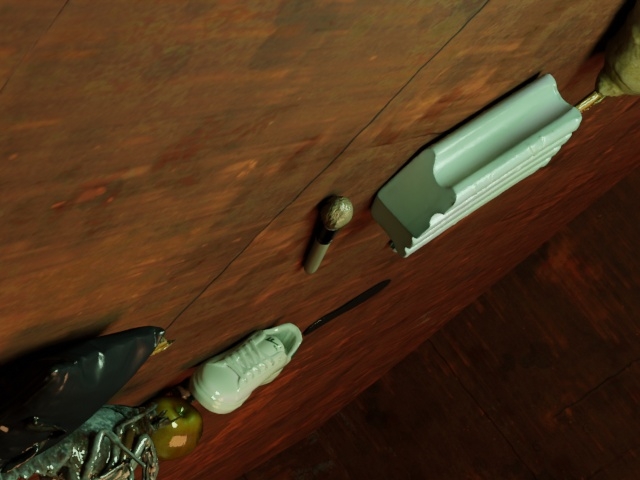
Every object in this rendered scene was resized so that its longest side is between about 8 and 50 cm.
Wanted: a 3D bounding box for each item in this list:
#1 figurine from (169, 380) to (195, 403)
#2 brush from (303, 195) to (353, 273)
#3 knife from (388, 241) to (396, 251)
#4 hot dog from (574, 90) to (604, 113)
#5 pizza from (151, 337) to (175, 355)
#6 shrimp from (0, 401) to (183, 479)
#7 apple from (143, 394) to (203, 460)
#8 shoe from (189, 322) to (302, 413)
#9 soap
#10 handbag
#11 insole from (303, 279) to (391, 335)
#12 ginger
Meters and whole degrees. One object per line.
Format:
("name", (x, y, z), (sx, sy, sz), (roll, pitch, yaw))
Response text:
("figurine", (-0.201, 0.246, 1.861), (0.106, 0.047, 0.060), (-16, 140, -38))
("brush", (0.000, 0.000, 1.528), (0.042, 0.039, 0.299), (-29, 169, -18))
("knife", (0.161, -0.025, 1.894), (0.044, 0.023, 0.162), (-30, 166, -37))
("hot dog", (0.487, -0.251, 1.959), (0.083, 0.021, 0.037), (-37, 169, 8))
("pizza", (-0.226, 0.141, 1.457), (0.083, 0.016, 0.037), (-15, 157, -52))
("shrimp", (-0.331, 0.307, 1.492), (0.221, 0.166, 0.410), (-5, 172, 34))
("apple", (-0.247, 0.307, 1.791), (0.114, 0.099, 0.102), (17, 130, -23))
("shoe", (-0.118, 0.200, 1.822), (0.110, 0.095, 0.265), (-47, 171, 22))
("soap", (0.220, -0.107, 1.575), (0.289, 0.095, 0.173), (-33, 168, -17))
("handbag", (-0.311, 0.185, 1.214), (0.254, 0.089, 0.211), (-37, 171, 22))
("insole", (0.059, 0.134, 2.259), (0.253, 0.005, 0.086), (-28, 164, -38))
("ginger", (0.494, -0.291, 1.599), (0.190, 0.126, 0.354), (-26, 165, 0))
